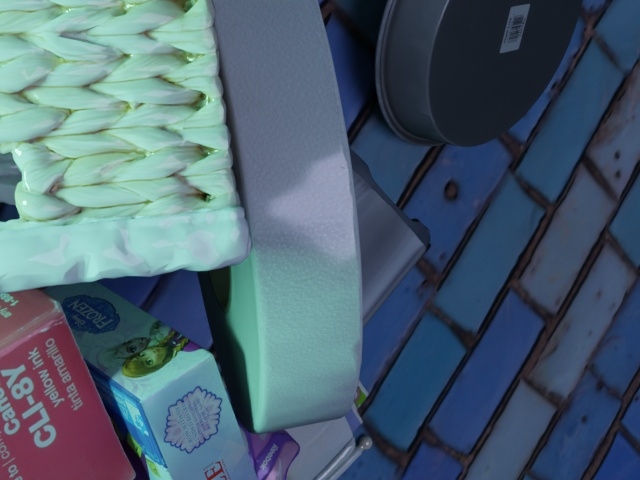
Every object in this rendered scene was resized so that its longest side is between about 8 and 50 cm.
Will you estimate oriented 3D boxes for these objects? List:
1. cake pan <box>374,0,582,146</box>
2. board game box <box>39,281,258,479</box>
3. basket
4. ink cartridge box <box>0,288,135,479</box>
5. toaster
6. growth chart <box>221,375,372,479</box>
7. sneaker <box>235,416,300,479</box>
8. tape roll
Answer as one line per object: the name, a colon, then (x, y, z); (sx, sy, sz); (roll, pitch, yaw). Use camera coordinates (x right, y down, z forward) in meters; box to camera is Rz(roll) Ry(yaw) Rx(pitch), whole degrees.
cake pan: (0.172, -0.220, 1.286); (0.293, 0.054, 0.293); (-32, 138, -34)
board game box: (-0.151, 0.174, 1.022); (0.066, 0.319, 0.318); (-33, 124, -26)
basket: (-0.231, -0.121, 0.774); (0.328, 0.331, 0.266); (-5, 100, -12)
ink cartridge box: (-0.369, 0.160, 0.853); (0.385, 0.279, 0.160); (-35, 127, -27)
toaster: (0.000, 0.000, 1.220); (0.146, 0.129, 0.227); (-53, 133, -7)
growth chart: (-0.015, 0.176, 1.341); (0.172, 0.021, 0.237); (-36, 126, -26)
sneaker: (-0.073, 0.283, 1.272); (0.105, 0.095, 0.236); (0, 105, -33)
tape roll: (-0.053, -0.054, 0.934); (0.072, 0.392, 0.392); (-9, 114, -10)
